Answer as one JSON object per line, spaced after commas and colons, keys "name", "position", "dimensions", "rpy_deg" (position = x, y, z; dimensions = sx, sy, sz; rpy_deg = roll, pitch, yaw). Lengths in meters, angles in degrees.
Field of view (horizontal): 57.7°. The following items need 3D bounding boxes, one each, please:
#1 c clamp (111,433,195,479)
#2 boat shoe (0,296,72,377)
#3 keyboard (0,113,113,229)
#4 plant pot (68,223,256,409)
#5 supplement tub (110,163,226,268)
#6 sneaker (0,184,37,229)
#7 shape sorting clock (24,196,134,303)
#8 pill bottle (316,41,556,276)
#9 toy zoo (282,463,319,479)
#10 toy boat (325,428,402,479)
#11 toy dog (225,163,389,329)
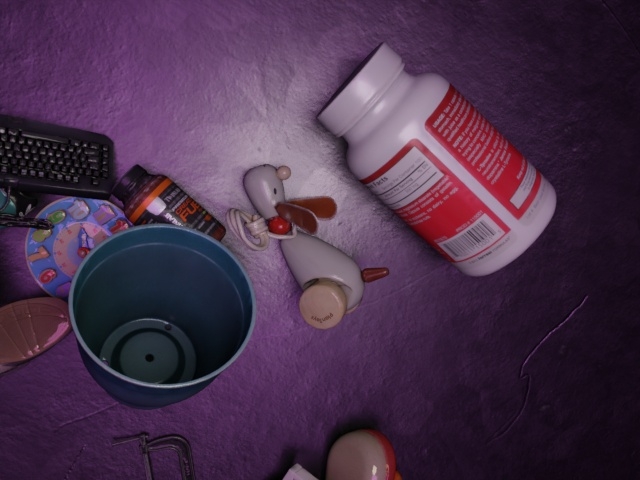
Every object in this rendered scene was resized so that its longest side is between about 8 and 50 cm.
{"name": "c clamp", "position": [-0.317, 0.446, 1.134], "dimensions": [0.137, 0.022, 0.160], "rpy_deg": [-15, 98, -12]}
{"name": "boat shoe", "position": [-0.558, 0.185, 1.027], "dimensions": [0.285, 0.092, 0.102], "rpy_deg": [-29, 81, -2]}
{"name": "keyboard", "position": [-0.502, -0.107, 0.943], "dimensions": [0.317, 0.033, 0.201], "rpy_deg": [5, 79, -34]}
{"name": "plant pot", "position": [-0.268, 0.153, 0.961], "dimensions": [0.272, 0.255, 0.271], "rpy_deg": [11, 54, -16]}
{"name": "supplement tub", "position": [-0.272, -0.044, 1.035], "dimensions": [0.198, 0.106, 0.106], "rpy_deg": [42, 89, -12]}
{"name": "sneaker", "position": [-0.593, -0.156, 0.982], "dimensions": [0.121, 0.108, 0.302], "rpy_deg": [-29, 92, -32]}
{"name": "shape sorting clock", "position": [-0.428, 0.021, 1.052], "dimensions": [0.206, 0.040, 0.206], "rpy_deg": [-1, 97, -9]}
{"name": "pill bottle", "position": [0.198, -0.143, 1.032], "dimensions": [0.408, 0.229, 0.229], "rpy_deg": [41, 90, -11]}
{"name": "toy zoo", "position": [-0.001, 0.562, 1.108], "dimensions": [0.293, 0.030, 0.192], "rpy_deg": [27, 111, 28]}
{"name": "toy boat", "position": [0.102, 0.490, 1.158], "dimensions": [0.151, 0.151, 0.230], "rpy_deg": [0, 99, -39]}
{"name": "toy dog", "position": [0.000, 0.000, 1.046], "dimensions": [0.161, 0.220, 0.333], "rpy_deg": [-30, 111, 18]}
